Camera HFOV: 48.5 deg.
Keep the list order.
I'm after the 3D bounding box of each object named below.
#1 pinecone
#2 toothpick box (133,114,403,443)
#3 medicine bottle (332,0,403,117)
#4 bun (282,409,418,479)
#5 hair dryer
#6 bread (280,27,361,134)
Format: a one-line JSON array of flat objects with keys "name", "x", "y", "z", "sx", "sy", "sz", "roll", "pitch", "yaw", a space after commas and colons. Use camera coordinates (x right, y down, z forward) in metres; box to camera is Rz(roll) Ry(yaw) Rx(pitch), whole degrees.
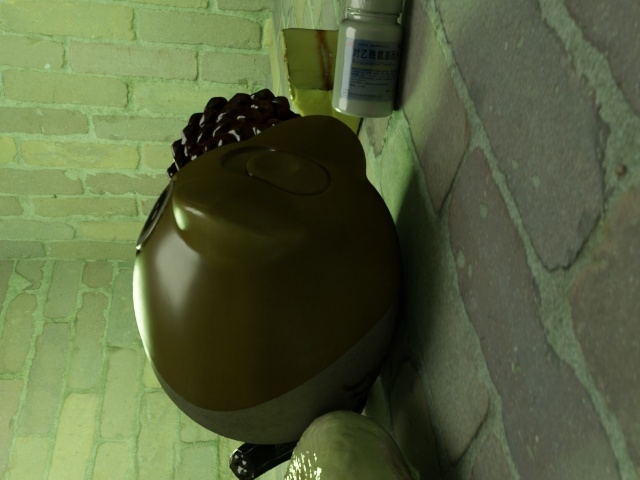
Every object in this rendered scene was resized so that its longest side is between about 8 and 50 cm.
[{"name": "pinecone", "x": -0.168, "y": -0.177, "z": 1.772, "sx": 0.398, "sy": 0.398, "sz": 0.397, "roll": -178, "pitch": 90, "yaw": -80}, {"name": "toothpick box", "x": -0.081, "y": 0.057, "z": 1.079, "sx": 0.409, "sy": 0.409, "sz": 0.425, "roll": -102, "pitch": 15, "yaw": -52}, {"name": "medicine bottle", "x": 0.077, "y": -0.296, "z": 1.133, "sx": 0.103, "sy": 0.103, "sz": 0.186, "roll": -112, "pitch": 26, "yaw": -66}, {"name": "bun", "x": 0.048, "y": 0.403, "z": 0.902, "sx": 0.361, "sy": 0.213, "sz": 0.361, "roll": -162, "pitch": 90, "yaw": -81}, {"name": "hair dryer", "x": 0.008, "y": 0.422, "z": 1.206, "sx": 0.120, "sy": 0.304, "sz": 0.359, "roll": -12, "pitch": 100, "yaw": 38}, {"name": "bread", "x": -0.007, "y": -0.277, "z": 1.435, "sx": 0.264, "sy": 0.163, "sz": 0.167, "roll": 105, "pitch": 162, "yaw": -55}]
